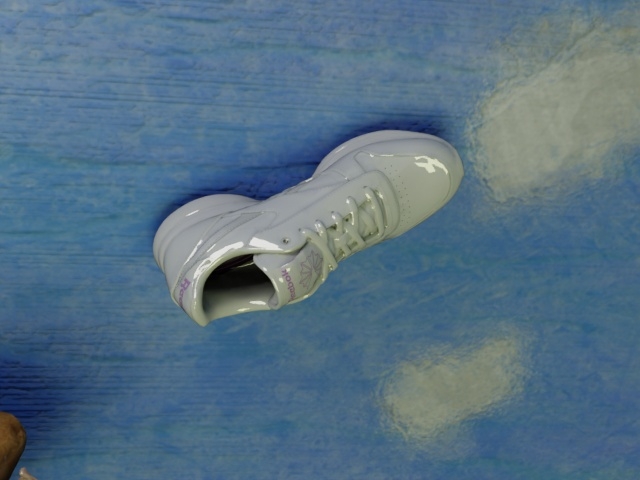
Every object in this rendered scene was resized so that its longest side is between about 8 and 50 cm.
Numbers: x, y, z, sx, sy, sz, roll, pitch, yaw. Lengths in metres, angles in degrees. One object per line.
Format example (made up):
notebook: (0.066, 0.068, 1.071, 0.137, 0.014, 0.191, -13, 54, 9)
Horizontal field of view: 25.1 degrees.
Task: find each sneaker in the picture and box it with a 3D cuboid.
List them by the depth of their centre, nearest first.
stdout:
sneaker: (0.000, 0.000, 1.339, 0.305, 0.152, 0.114, -22, 124, -1)

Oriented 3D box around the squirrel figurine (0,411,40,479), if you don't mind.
squirrel figurine: (-0.353, 0.345, 1.274, 0.397, 0.370, 0.281, -44, 128, -28)
